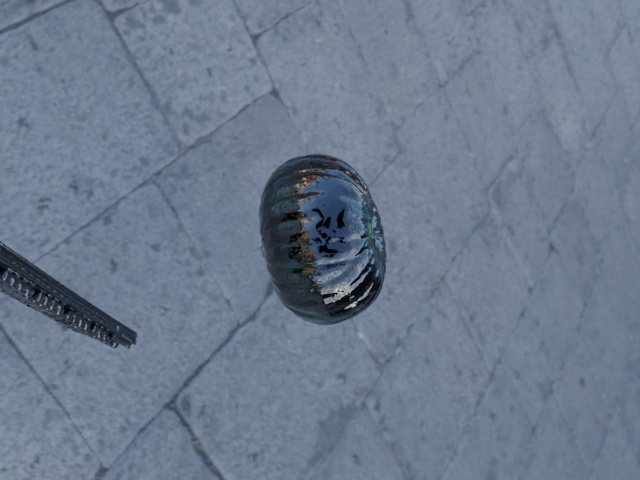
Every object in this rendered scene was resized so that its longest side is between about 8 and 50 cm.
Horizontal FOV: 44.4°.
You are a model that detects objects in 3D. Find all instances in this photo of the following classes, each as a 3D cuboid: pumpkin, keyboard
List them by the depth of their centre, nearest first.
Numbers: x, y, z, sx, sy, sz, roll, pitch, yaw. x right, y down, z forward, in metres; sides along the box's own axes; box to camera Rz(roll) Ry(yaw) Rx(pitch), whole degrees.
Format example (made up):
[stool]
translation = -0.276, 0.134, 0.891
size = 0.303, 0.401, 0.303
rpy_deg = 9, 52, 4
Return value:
[keyboard]
translation = -0.215, 0.043, 0.598
size = 0.231, 0.072, 0.023
rpy_deg = 64, 42, -66
[pumpkin]
translation = 0.000, 0.000, 0.899
size = 0.202, 0.140, 0.201
rpy_deg = -12, 90, -75
